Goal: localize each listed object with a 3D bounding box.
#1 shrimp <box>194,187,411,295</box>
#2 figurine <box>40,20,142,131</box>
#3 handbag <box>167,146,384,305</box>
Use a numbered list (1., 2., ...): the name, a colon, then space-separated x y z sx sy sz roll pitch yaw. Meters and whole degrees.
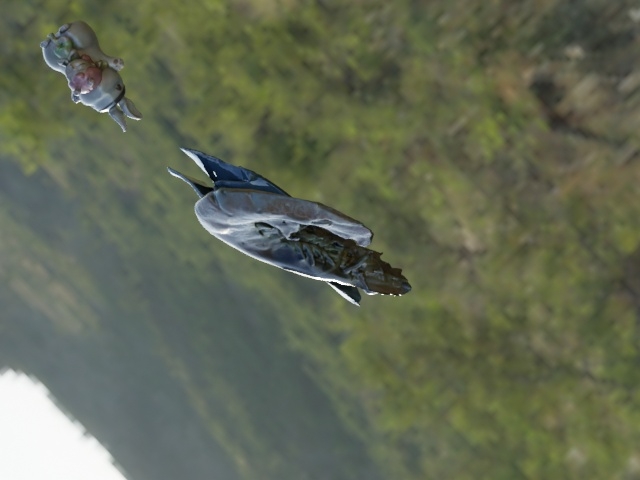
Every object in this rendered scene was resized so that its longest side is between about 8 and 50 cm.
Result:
1. shrimp: -0.001 0.002 1.779 0.251 0.052 0.143 17 162 -33
2. figurine: -0.298 -0.201 2.412 0.146 0.081 0.098 57 -144 4
3. handbag: -0.047 -0.018 1.971 0.221 0.057 0.144 34 176 -37
